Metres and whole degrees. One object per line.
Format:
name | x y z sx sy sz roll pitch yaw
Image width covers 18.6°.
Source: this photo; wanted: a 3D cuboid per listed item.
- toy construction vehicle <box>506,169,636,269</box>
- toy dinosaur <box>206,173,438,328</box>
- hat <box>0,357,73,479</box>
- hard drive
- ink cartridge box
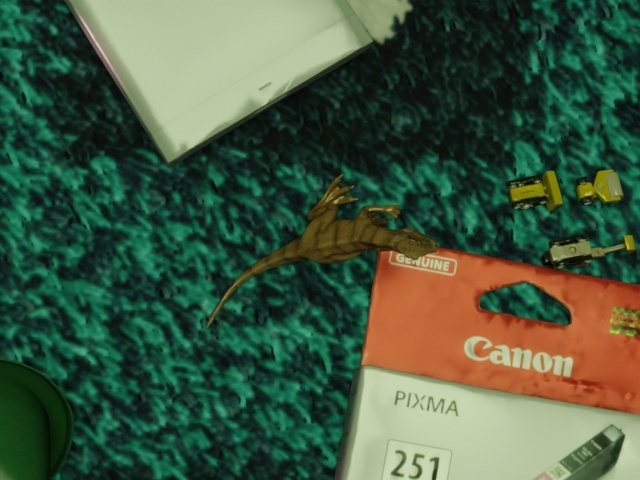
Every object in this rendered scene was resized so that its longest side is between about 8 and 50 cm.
toy construction vehicle | 0.212 -0.018 1.666 0.098 0.035 0.086 -13 74 -10
toy dinosaur | 0.000 0.000 1.616 0.211 0.112 0.064 -15 111 32
hat | -0.248 0.207 1.485 0.208 0.183 0.173 -16 129 -9
hard drive | -0.122 -0.244 1.653 0.203 0.040 0.307 -31 88 -8
ink cartridge box | 0.164 0.134 1.627 0.275 0.060 0.239 11 84 -4
